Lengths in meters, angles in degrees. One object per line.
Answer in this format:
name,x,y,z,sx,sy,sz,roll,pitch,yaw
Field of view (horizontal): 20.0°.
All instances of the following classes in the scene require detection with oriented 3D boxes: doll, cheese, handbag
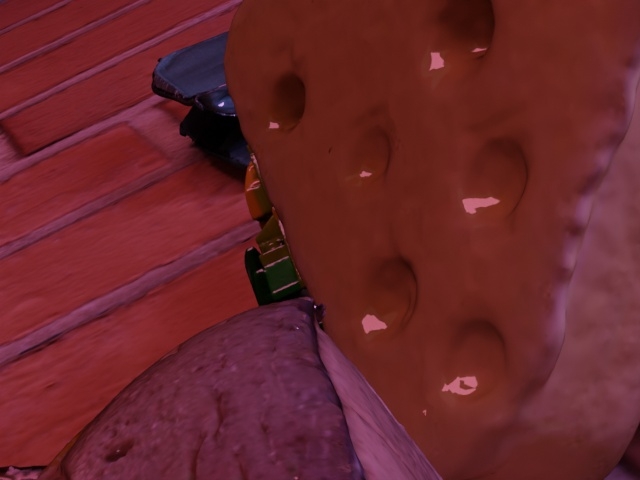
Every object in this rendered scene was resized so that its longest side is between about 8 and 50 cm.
doll,0.003,0.004,1.137,0.106,0.134,0.186,-26,56,7
cheese,0.094,-0.038,0.953,0.104,0.384,0.384,12,-3,-35
handbag,-0.004,-0.159,1.680,0.274,0.100,0.269,-27,17,-11

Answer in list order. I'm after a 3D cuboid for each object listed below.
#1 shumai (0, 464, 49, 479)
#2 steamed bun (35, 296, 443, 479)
shumai,-0.161,0.189,1.014,0.139,0.105,0.123,-26,62,20
steamed bun,-0.021,0.176,0.671,0.199,0.251,0.301,-34,16,4
